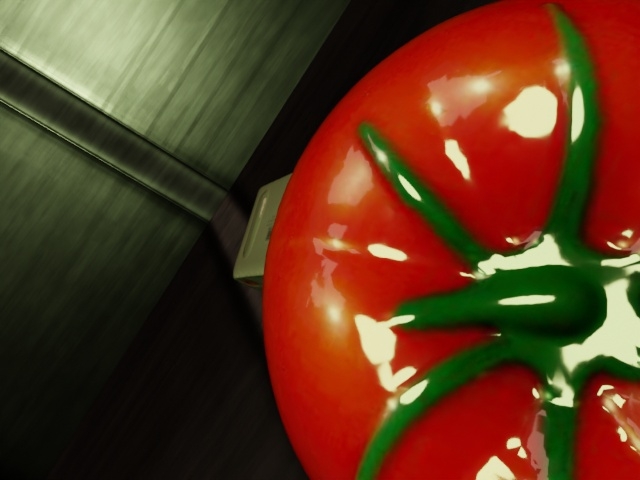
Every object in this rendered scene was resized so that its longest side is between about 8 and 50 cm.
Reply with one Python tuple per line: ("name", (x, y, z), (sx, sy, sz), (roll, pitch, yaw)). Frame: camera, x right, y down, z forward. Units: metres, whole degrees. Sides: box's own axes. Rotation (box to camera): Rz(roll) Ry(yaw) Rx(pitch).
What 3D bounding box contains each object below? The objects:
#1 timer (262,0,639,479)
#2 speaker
("timer", (0.153, 0.039, 0.421), (0.378, 0.378, 0.279), (-55, -15, 8))
("speaker", (0.000, 0.000, 1.067), (0.406, 0.183, 0.184), (-11, 57, 63))
